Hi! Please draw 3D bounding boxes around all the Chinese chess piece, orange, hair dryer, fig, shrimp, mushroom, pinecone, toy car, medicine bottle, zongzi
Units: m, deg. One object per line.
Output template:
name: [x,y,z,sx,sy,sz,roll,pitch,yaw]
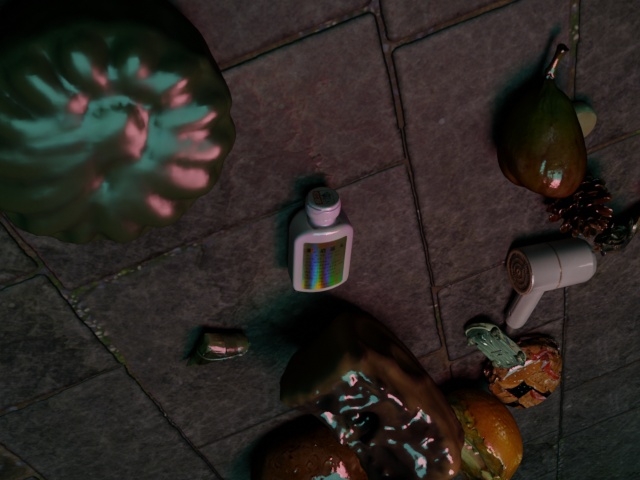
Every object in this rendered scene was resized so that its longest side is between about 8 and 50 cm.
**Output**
Chinese chess piece: [0.478,-0.222,1.409,0.084,0.034,0.084,-14,140,-12]
orange: [0.416,0.530,1.989,0.196,0.263,0.335,-14,145,-24]
hair dryer: [0.497,0.130,1.755,0.172,0.108,0.357,-9,145,-15]
fig: [0.395,-0.208,1.315,0.145,0.170,0.274,-6,117,-12]
shrimp: [0.663,-0.033,1.601,0.296,0.058,0.169,-10,141,-57]
mushroom: [-0.015,0.611,1.926,0.345,0.239,0.345,-10,111,-26]
pinecone: [0.533,-0.067,1.530,0.140,0.121,0.140,-9,143,-7]
toy car: [0.434,0.252,1.837,0.186,0.058,0.093,41,142,-24]
medicine bottle: [0.000,0.000,1.392,0.115,0.078,0.219,-9,136,-12]
zongzi: [-0.212,0.234,1.566,0.109,0.055,0.119,5,143,-31]

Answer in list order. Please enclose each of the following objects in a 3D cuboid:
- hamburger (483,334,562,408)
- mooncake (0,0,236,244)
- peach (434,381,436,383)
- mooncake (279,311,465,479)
hamburger: [0.543,0.344,1.976,0.230,0.107,0.231,-7,134,-7]
mooncake: [-0.298,-0.161,1.008,0.356,0.194,0.357,-13,139,-11]
peach: [0.215,0.450,1.854,0.232,0.233,0.233,-13,137,-12]
mooncake: [0.109,0.350,1.569,0.246,0.393,0.394,-38,148,18]
